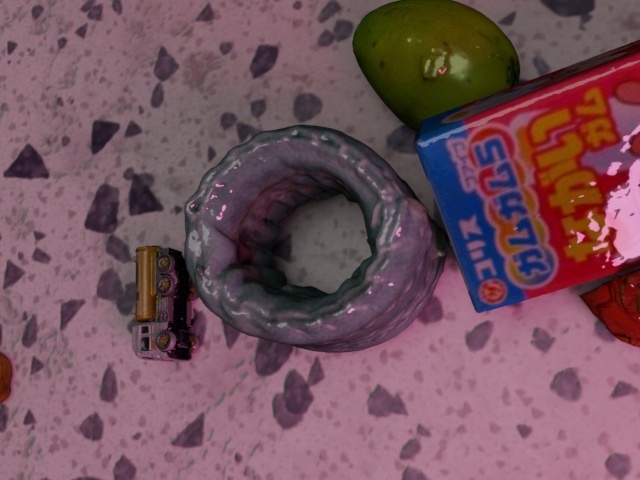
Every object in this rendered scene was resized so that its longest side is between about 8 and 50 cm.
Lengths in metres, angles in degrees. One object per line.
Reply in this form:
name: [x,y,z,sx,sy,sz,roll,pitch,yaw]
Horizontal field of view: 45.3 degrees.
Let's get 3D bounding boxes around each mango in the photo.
mango: [0.101,-0.166,0.716,0.178,0.100,0.119,36,95,31]

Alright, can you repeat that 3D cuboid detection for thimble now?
thimble: [0.000,0.000,0.696,0.235,0.143,0.198,2,80,19]

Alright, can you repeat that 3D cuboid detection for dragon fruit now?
dragon fruit: [0.290,0.049,0.596,0.162,0.106,0.083,-16,76,16]

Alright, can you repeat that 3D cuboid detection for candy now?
candy: [0.241,-0.068,0.608,0.306,0.100,0.157,-18,102,15]

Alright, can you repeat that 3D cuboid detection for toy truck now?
toy truck: [-0.164,0.064,0.793,0.063,0.052,0.123,-9,75,23]

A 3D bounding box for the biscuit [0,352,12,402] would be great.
biscuit: [-0.464,0.197,0.888,0.249,0.035,0.184,-44,68,8]
